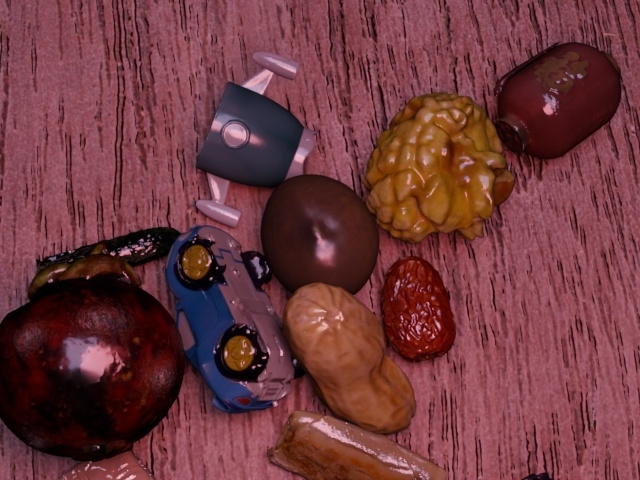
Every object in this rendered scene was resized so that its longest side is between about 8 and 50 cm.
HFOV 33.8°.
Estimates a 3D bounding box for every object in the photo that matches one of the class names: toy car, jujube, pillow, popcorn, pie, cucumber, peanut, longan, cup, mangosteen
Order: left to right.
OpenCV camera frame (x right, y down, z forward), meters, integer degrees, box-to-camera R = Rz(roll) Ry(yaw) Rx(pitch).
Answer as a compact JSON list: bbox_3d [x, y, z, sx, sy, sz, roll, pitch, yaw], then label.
[{"bbox_3d":[-0.363,0.410,1.598,0.232,0.043,0.126,-38,73,-15],"label":"pillow"},{"bbox_3d":[-0.343,0.172,1.557,0.311,0.311,0.311,2,70,-6],"label":"mangosteen"},{"bbox_3d":[-0.341,0.024,1.726,0.245,0.067,0.067,-18,73,-11],"label":"cucumber"},{"bbox_3d":[-0.153,0.126,1.661,0.166,0.198,0.314,-32,72,16],"label":"toy car"},{"bbox_3d":[-0.104,-0.164,1.776,0.173,0.167,0.300,21,96,-7],"label":"cup"},{"bbox_3d":[0.000,0.000,1.704,0.196,0.197,0.220,-25,63,-14],"label":"longan"},{"bbox_3d":[0.045,0.189,1.623,0.147,0.306,0.147,-19,33,13],"label":"peanut"},{"bbox_3d":[0.057,0.350,1.636,0.282,0.129,0.068,21,27,-1],"label":"pie"},{"bbox_3d":[0.158,0.113,1.734,0.112,0.109,0.176,14,54,-40],"label":"jujube"},{"bbox_3d":[0.195,-0.116,1.753,0.270,0.224,0.258,-6,70,-29],"label":"popcorn"}]

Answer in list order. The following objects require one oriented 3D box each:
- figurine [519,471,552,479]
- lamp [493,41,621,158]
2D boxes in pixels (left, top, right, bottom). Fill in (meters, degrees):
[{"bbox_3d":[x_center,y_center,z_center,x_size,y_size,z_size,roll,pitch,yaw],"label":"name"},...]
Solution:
[{"bbox_3d":[0.384,0.524,1.585,0.332,0.185,0.205,40,103,27],"label":"figurine"},{"bbox_3d":[0.419,-0.253,1.855,0.258,0.180,0.180,-37,78,-17],"label":"lamp"}]
